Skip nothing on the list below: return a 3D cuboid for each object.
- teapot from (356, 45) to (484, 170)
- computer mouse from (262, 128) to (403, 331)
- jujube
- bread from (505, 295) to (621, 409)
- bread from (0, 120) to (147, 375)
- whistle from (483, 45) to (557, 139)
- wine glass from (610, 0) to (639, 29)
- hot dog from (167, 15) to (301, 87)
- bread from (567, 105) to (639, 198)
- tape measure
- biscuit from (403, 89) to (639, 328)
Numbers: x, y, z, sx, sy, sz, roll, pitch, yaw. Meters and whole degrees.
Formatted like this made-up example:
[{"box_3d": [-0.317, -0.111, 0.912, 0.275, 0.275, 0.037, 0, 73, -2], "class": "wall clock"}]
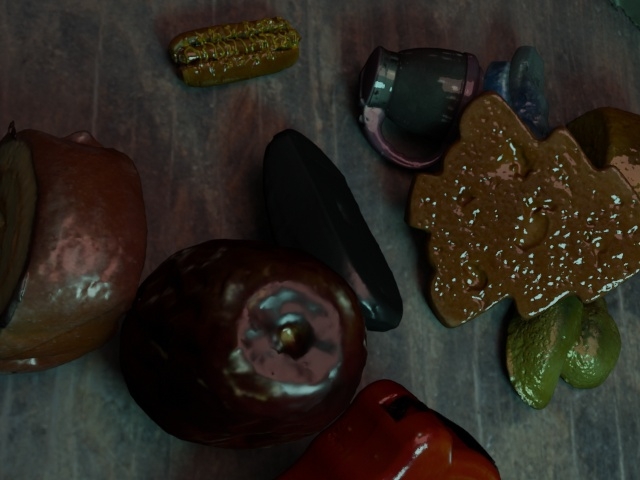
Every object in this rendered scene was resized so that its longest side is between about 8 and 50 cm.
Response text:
[{"box_3d": [0.114, -0.172, 1.440, 0.146, 0.148, 0.116, 14, 28, -6], "class": "teapot"}, {"box_3d": [0.000, 0.000, 1.288, 0.137, 0.086, 0.269, 34, 27, -52], "class": "computer mouse"}, {"box_3d": [-0.072, 0.098, 1.110, 0.223, 0.318, 0.223, 2, 82, -18], "class": "jujube"}, {"box_3d": [0.303, 0.127, 1.422, 0.149, 0.065, 0.187, 42, 57, -11], "class": "bread"}, {"box_3d": [-0.258, -0.002, 1.147, 0.123, 0.190, 0.244, 13, 59, -32], "class": "bread"}, {"box_3d": [0.248, -0.125, 1.470, 0.180, 0.093, 0.269, 36, 59, -44], "class": "whistle"}, {"box_3d": [0.589, -0.410, 1.668, 0.323, 0.238, 0.238, -41, 90, -21], "class": "wine glass"}, {"box_3d": [-0.097, -0.223, 1.382, 0.165, 0.045, 0.071, -16, 76, -28], "class": "hot dog"}, {"box_3d": [0.385, -0.078, 1.501, 0.143, 0.139, 0.229, 14, 64, -11], "class": "bread"}, {"box_3d": [0.055, 0.278, 1.154, 0.253, 0.114, 0.260, -46, 133, -1], "class": "tape measure"}, {"box_3d": [0.252, -0.019, 1.372, 0.306, 0.043, 0.283, 12, 94, 2], "class": "biscuit"}]
